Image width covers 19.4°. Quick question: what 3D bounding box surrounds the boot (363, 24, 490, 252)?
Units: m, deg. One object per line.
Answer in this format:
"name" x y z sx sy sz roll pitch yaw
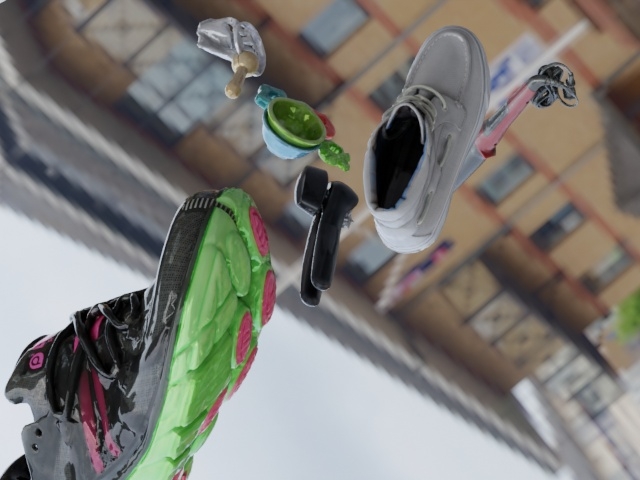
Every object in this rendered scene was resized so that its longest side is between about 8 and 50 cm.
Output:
"boot" 0.110 -0.122 1.926 0.095 0.258 0.123 8 163 16

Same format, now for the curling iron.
"curling iron" 0.198 -0.109 2.092 0.068 0.274 0.035 17 -130 -25

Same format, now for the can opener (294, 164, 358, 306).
"can opener" 0.000 0.000 1.970 0.073 0.059 0.186 15 -135 -9

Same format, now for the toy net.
"toy net" -0.048 -0.166 1.961 0.122 0.045 0.232 1 -134 -40

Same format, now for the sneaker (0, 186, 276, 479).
"sneaker" -0.194 0.137 1.775 0.202 0.483 0.185 33 -147 6

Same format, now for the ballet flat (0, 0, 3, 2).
"ballet flat" -0.390 -0.309 2.128 0.087 0.083 0.247 53 -158 -4
